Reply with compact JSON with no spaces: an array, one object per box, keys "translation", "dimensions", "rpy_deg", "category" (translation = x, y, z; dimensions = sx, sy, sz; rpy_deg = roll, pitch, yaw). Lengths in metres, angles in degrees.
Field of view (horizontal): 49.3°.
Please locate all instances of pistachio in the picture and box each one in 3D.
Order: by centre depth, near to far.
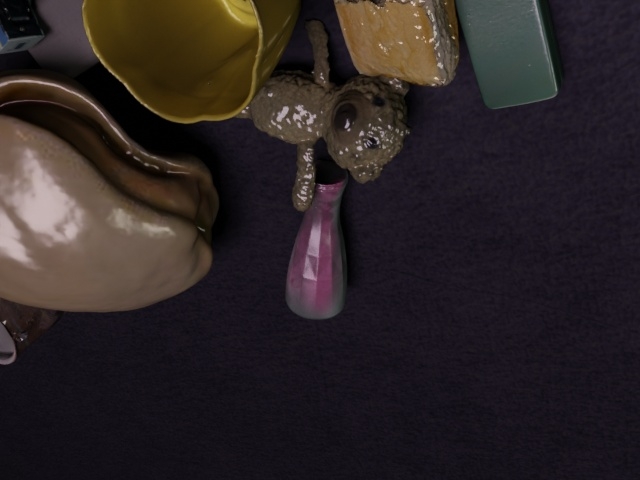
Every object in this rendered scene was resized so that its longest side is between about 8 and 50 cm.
[{"translation":[-0.352,-0.058,0.930],"dimensions":[0.445,0.282,0.365],"rpy_deg":[16,144,-10],"category":"pistachio"}]

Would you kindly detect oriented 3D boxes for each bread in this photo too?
[{"translation":[0.079,-0.212,0.676],"dimensions":[0.125,0.082,0.106],"rpy_deg":[21,153,40],"category":"bread"}]

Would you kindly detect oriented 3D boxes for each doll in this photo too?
[{"translation":[-0.037,-0.162,0.794],"dimensions":[0.286,0.091,0.203],"rpy_deg":[43,106,17],"category":"doll"}]

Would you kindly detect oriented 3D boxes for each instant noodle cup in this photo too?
[{"translation":[-0.504,0.073,1.155],"dimensions":[0.217,0.207,0.218],"rpy_deg":[16,133,18],"category":"instant noodle cup"}]

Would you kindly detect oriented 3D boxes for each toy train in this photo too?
[{"translation":[-0.400,-0.341,0.819],"dimensions":[0.051,0.052,0.234],"rpy_deg":[-16,99,42],"category":"toy train"}]

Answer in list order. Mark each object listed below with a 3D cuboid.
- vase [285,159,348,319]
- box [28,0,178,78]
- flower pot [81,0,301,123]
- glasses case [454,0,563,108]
[{"translation":[0.000,0.000,0.915],"dimensions":[0.086,0.086,0.214],"rpy_deg":[17,129,15],"category":"vase"},{"translation":[-0.268,-0.277,0.835],"dimensions":[0.243,0.055,0.103],"rpy_deg":[-16,118,38],"category":"box"},{"translation":[-0.107,-0.240,0.692],"dimensions":[0.195,0.179,0.195],"rpy_deg":[14,131,16],"category":"flower pot"},{"translation":[0.172,-0.218,0.659],"dimensions":[0.077,0.039,0.184],"rpy_deg":[-5,124,31],"category":"glasses case"}]
